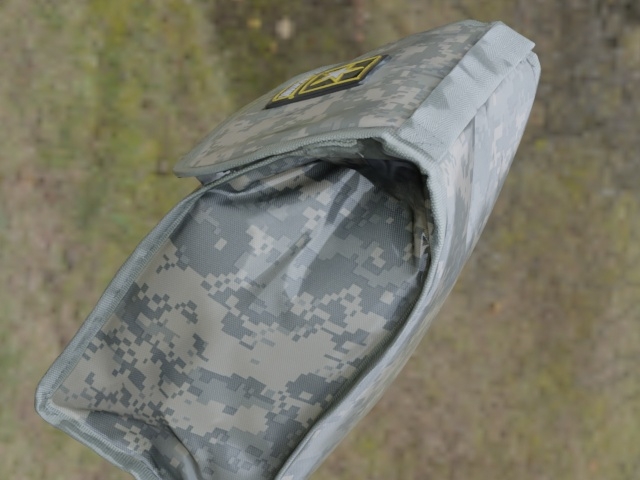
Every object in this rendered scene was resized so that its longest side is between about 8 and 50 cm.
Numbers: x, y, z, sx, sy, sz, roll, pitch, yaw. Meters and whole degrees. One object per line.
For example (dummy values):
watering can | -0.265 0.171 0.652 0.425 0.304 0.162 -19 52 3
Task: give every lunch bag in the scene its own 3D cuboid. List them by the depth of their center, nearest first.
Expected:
lunch bag | 0.000 0.000 1.064 0.287 0.169 0.235 -53 177 28
